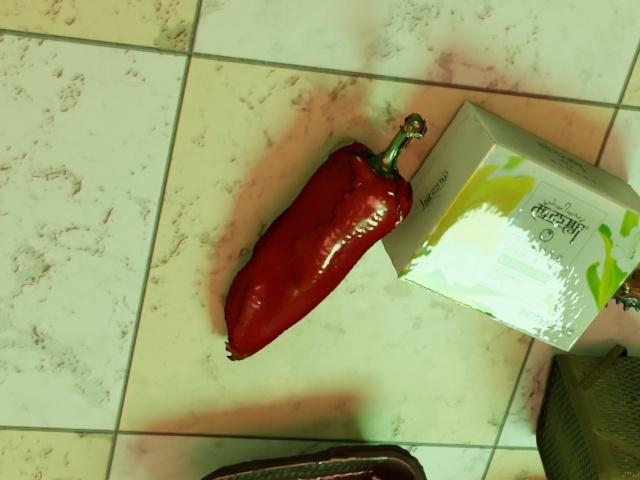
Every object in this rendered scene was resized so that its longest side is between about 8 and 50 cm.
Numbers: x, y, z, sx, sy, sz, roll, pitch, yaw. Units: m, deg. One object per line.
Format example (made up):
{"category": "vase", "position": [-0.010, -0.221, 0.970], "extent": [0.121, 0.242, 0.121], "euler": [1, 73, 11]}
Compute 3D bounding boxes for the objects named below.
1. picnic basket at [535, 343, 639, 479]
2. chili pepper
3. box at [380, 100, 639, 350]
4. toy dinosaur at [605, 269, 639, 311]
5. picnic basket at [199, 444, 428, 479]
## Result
{"category": "picnic basket", "position": [0.366, 0.265, 1.727], "extent": [0.139, 0.267, 0.165], "euler": [1, 125, -7]}
{"category": "chili pepper", "position": [0.000, 0.000, 1.559], "extent": [0.110, 0.110, 0.387], "euler": [28, 117, -28]}
{"category": "box", "position": [0.225, -0.012, 1.604], "extent": [0.260, 0.111, 0.194], "euler": [23, 113, -24]}
{"category": "toy dinosaur", "position": [0.392, 0.060, 1.727], "extent": [0.154, 0.049, 0.055], "euler": [0, 119, -9]}
{"category": "picnic basket", "position": [-0.012, 0.366, 1.731], "extent": [0.297, 0.129, 0.222], "euler": [-6, 85, -9]}
